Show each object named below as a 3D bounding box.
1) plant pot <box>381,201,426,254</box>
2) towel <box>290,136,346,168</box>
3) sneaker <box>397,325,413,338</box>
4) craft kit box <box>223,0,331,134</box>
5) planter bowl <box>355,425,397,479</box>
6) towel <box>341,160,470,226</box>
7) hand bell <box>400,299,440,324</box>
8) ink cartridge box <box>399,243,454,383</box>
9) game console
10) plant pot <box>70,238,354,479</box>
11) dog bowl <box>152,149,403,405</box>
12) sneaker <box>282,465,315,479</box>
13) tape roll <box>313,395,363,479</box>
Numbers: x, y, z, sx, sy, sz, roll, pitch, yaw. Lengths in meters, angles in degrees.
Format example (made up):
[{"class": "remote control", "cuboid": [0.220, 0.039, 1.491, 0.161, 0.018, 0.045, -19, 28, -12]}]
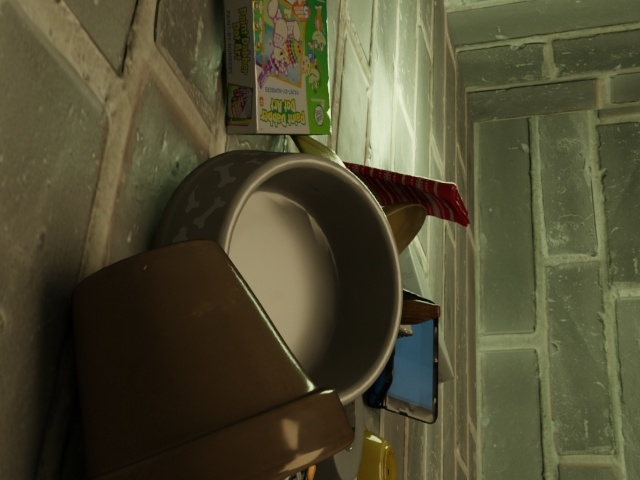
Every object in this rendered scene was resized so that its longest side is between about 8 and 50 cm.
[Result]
[{"class": "plant pot", "cuboid": [0.093, 0.008, 1.769, 0.032, 0.236, 0.236, 51, 5, 20]}, {"class": "towel", "cuboid": [0.004, -0.117, 1.522, 0.102, 0.021, 0.237, 28, 16, -24]}, {"class": "sneaker", "cuboid": [0.107, 0.112, 1.754, 0.297, 0.111, 0.129, 67, 18, -75]}, {"class": "craft kit box", "cuboid": [-0.061, -0.279, 1.441, 0.250, 0.061, 0.246, -13, 105, -64]}, {"class": "planter bowl", "cuboid": [0.089, 0.430, 1.795, 0.217, 0.090, 0.217, -5, 90, -75]}, {"class": "towel", "cuboid": [0.135, -0.090, 1.788, 0.199, 0.275, 0.031, 45, 60, -68]}, {"class": "hand bell", "cuboid": [0.070, 0.116, 1.539, 0.126, 0.242, 0.126, -5, 90, -74]}, {"class": "ink cartridge box", "cuboid": [0.223, 0.133, 2.427, 0.308, 0.091, 0.385, 61, 12, -55]}, {"class": "game console", "cuboid": [0.193, 0.207, 2.039, 0.250, 0.173, 0.293, 106, -11, -62]}, {"class": "plant pot", "cuboid": [-0.128, 0.130, 0.912, 0.229, 0.263, 0.263, 68, 14, 9]}, {"class": "dog bowl", "cuboid": [-0.035, 0.052, 1.171, 0.349, 0.102, 0.348, 10, 76, -44]}, {"class": "sneaker", "cuboid": [-0.059, 0.362, 1.340, 0.083, 0.084, 0.214, 45, 38, -46]}, {"class": "tape roll", "cuboid": [0.011, 0.291, 1.597, 0.219, 0.072, 0.219, -5, 90, -75]}]
